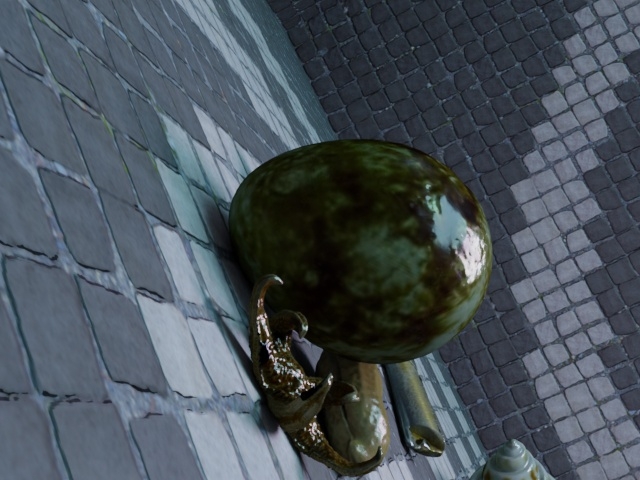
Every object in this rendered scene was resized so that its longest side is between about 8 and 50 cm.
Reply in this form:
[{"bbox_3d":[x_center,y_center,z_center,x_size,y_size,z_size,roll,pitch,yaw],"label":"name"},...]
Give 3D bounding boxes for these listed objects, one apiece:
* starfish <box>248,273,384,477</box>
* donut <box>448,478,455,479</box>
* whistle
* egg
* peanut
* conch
[{"bbox_3d":[-0.017,0.123,0.782,0.190,0.074,0.146,60,7,-25],"label":"starfish"},{"bbox_3d":[0.206,0.442,1.245,0.190,0.075,0.174,60,8,3],"label":"donut"},{"bbox_3d":[0.153,0.267,1.536,0.068,0.057,0.326,15,23,-12],"label":"whistle"},{"bbox_3d":[0.043,0.004,0.935,0.289,0.238,0.238,27,17,-12],"label":"egg"},{"bbox_3d":[0.037,0.183,0.968,0.080,0.080,0.174,58,13,-36],"label":"peanut"},{"bbox_3d":[0.362,0.525,1.592,0.368,0.197,0.249,54,30,-21],"label":"conch"}]
